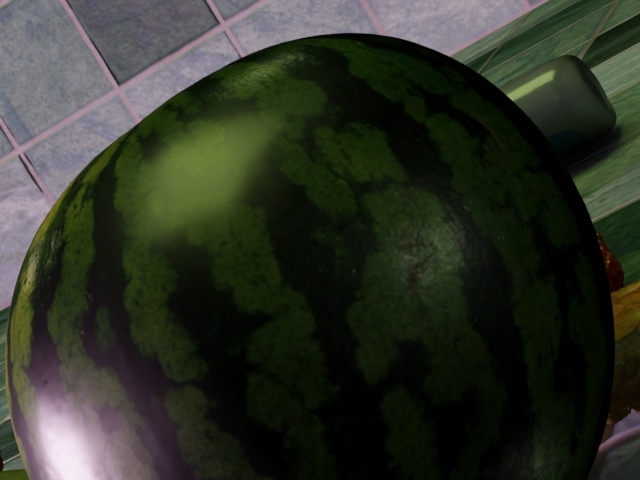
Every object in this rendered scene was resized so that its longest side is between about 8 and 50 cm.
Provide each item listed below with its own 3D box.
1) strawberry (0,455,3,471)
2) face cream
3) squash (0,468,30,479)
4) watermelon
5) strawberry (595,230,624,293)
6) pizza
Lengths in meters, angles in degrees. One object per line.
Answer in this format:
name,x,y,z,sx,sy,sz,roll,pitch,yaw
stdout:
strawberry,-0.344,0.240,1.683,0.174,0.098,0.228,-18,8,-43
face cream,0.110,-0.060,1.740,0.337,0.080,0.163,-29,-13,14
squash,-0.194,0.215,1.258,0.288,0.137,0.137,-12,17,31
watermelon,-0.005,0.051,0.873,0.285,0.285,0.285,-31,8,5
strawberry,0.160,0.020,1.208,0.073,0.073,0.083,-33,30,-10
pizza,0.166,0.059,1.005,0.175,0.046,0.134,-24,11,47
